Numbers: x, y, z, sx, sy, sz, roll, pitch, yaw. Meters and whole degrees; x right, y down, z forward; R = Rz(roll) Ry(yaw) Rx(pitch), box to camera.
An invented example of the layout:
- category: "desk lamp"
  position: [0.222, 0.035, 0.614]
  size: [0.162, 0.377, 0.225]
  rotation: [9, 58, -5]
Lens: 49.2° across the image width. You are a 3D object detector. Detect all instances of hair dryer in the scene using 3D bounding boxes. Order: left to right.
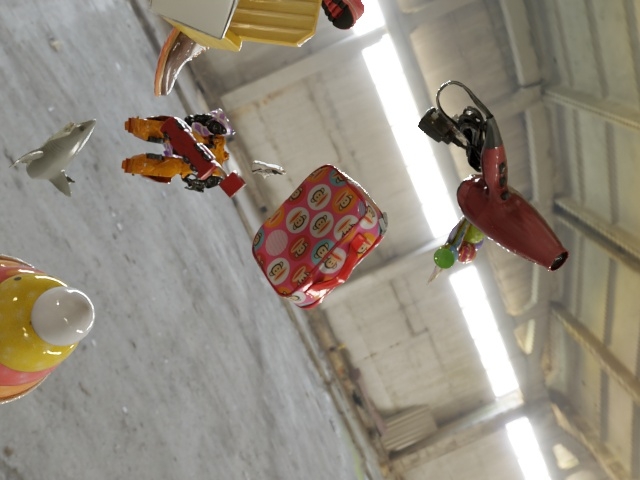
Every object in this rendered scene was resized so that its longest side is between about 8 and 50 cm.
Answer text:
- category: "hair dryer"
  position: [0.231, -0.073, 0.964]
  size: [0.293, 0.080, 0.223]
  rotation: [50, 1, -2]

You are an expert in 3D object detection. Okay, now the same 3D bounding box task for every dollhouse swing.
- category: "dollhouse swing"
  position: [-0.188, -0.677, 1.729]
  size: [0.315, 0.305, 0.346]
  rotation: [23, 78, -63]

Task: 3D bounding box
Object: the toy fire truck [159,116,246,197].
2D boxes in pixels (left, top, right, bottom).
- category: "toy fire truck"
  position: [-0.250, -0.177, 1.496]
  size: [0.192, 0.047, 0.135]
  rotation: [50, 10, 3]

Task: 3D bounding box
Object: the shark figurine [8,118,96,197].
- category: "shark figurine"
  position: [-0.529, -0.135, 1.390]
  size: [0.116, 0.166, 0.278]
  rotation: [53, -31, -13]

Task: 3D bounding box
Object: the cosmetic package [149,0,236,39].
- category: "cosmetic package"
  position: [-0.199, -0.544, 1.320]
  size: [0.129, 0.153, 0.296]
  rotation: [127, -18, -56]

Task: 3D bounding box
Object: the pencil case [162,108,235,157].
- category: "pencil case"
  position: [-0.356, -0.305, 2.008]
  size: [0.086, 0.206, 0.088]
  rotation: [64, -16, -3]

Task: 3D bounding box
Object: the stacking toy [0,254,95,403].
- category: "stacking toy"
  position: [-0.618, 0.174, 1.496]
  size: [0.351, 0.480, 0.350]
  rotation: [14, 71, -45]

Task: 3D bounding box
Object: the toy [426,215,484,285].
- category: "toy"
  position: [0.299, 0.006, 1.437]
  size: [0.056, 0.137, 0.237]
  rotation: [30, 30, 21]

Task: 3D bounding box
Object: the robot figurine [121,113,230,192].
- category: "robot figurine"
  position: [-0.370, -0.237, 1.836]
  size: [0.085, 0.291, 0.211]
  rotation: [12, -82, 47]

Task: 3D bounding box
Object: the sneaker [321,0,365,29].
- category: "sneaker"
  position: [0.026, -0.824, 2.250]
  size: [0.314, 0.136, 0.116]
  rotation: [52, -41, -8]

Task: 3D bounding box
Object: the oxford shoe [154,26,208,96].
- category: "oxford shoe"
  position: [-0.388, -0.572, 2.049]
  size: [0.133, 0.363, 0.130]
  rotation: [20, 25, -20]

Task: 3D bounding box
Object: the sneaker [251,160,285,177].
- category: "sneaker"
  position: [-0.128, -0.169, 1.713]
  size: [0.032, 0.083, 0.037]
  rotation: [-76, 180, -74]

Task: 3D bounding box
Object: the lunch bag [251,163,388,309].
- category: "lunch bag"
  position: [0.000, 0.000, 1.546]
  size: [0.120, 0.293, 0.258]
  rotation: [35, 13, -44]
